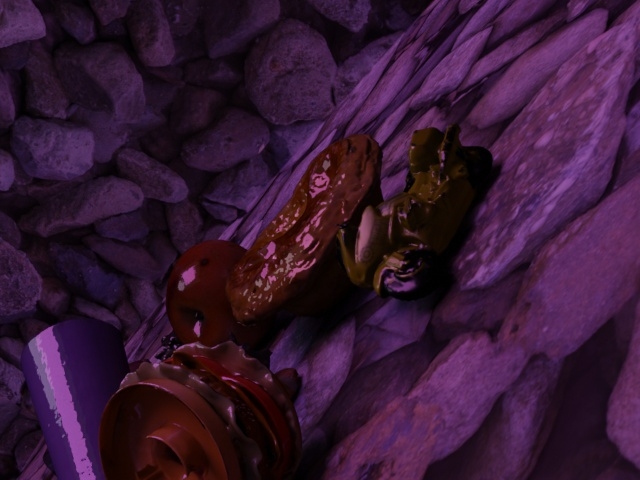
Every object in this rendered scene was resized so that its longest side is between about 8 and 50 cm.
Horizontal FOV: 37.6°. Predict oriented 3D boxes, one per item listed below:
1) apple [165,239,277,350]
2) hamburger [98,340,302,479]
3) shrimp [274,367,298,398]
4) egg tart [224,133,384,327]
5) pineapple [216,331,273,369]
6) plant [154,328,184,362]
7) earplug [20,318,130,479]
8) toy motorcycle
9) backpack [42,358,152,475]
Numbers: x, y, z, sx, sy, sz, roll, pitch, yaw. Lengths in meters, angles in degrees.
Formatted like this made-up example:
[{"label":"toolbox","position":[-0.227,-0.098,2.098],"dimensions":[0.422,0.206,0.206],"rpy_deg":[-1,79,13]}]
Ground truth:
[{"label":"apple","position":[-0.214,0.130,1.993],"dimensions":[0.253,0.253,0.253],"rpy_deg":[-48,12,14]},{"label":"hamburger","position":[-0.150,0.274,1.297],"dimensions":[0.274,0.274,0.212],"rpy_deg":[-43,-12,35]},{"label":"shrimp","position":[-0.146,0.340,1.598],"dimensions":[0.317,0.062,0.164],"rpy_deg":[-51,4,-14]},{"label":"egg tart","position":[0.000,0.000,1.780],"dimensions":[0.443,0.178,0.443],"rpy_deg":[-48,14,17]},{"label":"pineapple","position":[-0.170,0.240,1.624],"dimensions":[0.248,0.128,0.128],"rpy_deg":[-44,13,49]},{"label":"plant","position":[-0.317,0.263,2.285],"dimensions":[0.194,0.132,0.129],"rpy_deg":[-51,8,-20]},{"label":"earplug","position":[-0.441,0.387,1.857],"dimensions":[0.215,0.215,0.456],"rpy_deg":[-46,50,23]},{"label":"toy motorcycle","position":[0.139,-0.033,1.458],"dimensions":[0.206,0.142,0.342],"rpy_deg":[6,47,30]},{"label":"backpack","position":[-0.490,0.430,2.277],"dimensions":[0.317,0.197,0.283],"rpy_deg":[-41,14,28]}]
